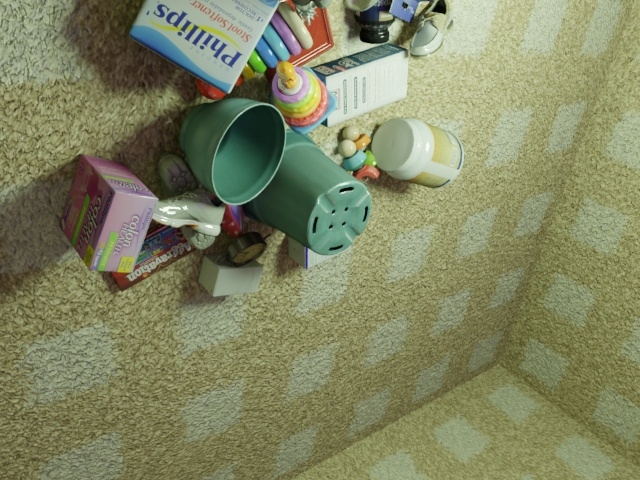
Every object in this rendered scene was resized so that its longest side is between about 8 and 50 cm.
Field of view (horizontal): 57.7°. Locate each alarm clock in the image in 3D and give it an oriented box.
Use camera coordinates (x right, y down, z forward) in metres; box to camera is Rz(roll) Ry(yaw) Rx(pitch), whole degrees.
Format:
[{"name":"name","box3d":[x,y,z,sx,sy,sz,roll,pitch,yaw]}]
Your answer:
[{"name":"alarm clock","box3d":[-0.256,0.031,1.862,0.192,0.064,0.129,-24,159,-34]}]

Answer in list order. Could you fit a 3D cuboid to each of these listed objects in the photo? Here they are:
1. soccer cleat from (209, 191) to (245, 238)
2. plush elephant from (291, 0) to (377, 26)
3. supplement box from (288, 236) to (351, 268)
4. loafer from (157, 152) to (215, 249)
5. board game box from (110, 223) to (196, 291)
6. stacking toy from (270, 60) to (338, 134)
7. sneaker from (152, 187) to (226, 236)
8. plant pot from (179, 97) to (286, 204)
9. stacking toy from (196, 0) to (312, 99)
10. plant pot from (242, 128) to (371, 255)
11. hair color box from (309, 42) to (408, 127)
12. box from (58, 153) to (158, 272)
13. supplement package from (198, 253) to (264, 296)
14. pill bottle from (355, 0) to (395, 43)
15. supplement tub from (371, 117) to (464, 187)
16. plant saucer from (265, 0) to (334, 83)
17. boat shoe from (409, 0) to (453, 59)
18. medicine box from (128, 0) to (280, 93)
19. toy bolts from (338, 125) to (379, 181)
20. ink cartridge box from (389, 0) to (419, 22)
[{"name":"soccer cleat","box3d":[-0.275,-0.097,1.848,0.095,0.083,0.248,-48,143,-28]},{"name":"plush elephant","box3d":[0.021,-0.680,1.385,0.256,0.271,0.330,-31,162,6]},{"name":"supplement box","box3d":[0.000,0.000,2.144,0.220,0.111,0.113,-24,132,-29]},{"name":"loafer","box3d":[-0.389,-0.113,1.697,0.112,0.111,0.319,-26,130,-19]},{"name":"board game box","box3d":[-0.504,0.031,1.761,0.281,0.027,0.145,-32,137,-23]},{"name":"stacking toy","box3d":[-0.073,-0.426,1.627,0.166,0.175,0.302,-40,172,4]},{"name":"sneaker","box3d":[-0.373,-0.098,1.587,0.263,0.099,0.121,14,102,-48]},{"name":"plant pot","box3d":[-0.263,-0.270,1.615,0.293,0.196,0.293,-41,147,-34]},{"name":"stacking toy","box3d":[-0.188,-0.492,1.573,0.330,0.141,0.141,-35,139,6]},{"name":"plant pot","box3d":[-0.039,-0.138,1.840,0.341,0.334,0.341,-23,131,-30]},{"name":"hair color box","box3d":[0.126,-0.513,1.901,0.347,0.105,0.173,-27,133,-28]},{"name":"box","box3d":[-0.547,-0.070,1.482,0.117,0.243,0.213,8,112,-46]},{"name":"supplement package","box3d":[-0.300,0.112,1.949,0.179,0.105,0.105,-3,120,-43]},{"name":"pill bottle","box3d":[0.170,-0.724,1.778,0.123,0.123,0.219,-25,132,-29]},{"name":"supplement tub","box3d":[0.362,-0.326,2.161,0.316,0.228,0.228,8,112,-46]},{"name":"plant saucer","box3d":[-0.071,-0.619,1.687,0.258,0.048,0.259,-36,136,-19]},{"name":"boat shoe","box3d":[0.364,-0.707,1.936,0.302,0.113,0.103,-61,146,-40]},{"name":"medicine box","box3d":[-0.274,-0.546,1.396,0.264,0.149,0.289,27,98,-22]},{"name":"toy bolts","box3d":[0.086,-0.277,1.984,0.218,0.228,0.158,-31,111,7]},{"name":"ink cartridge box","box3d":[0.318,-0.832,1.780,0.304,0.072,0.307,-34,139,-64]}]
